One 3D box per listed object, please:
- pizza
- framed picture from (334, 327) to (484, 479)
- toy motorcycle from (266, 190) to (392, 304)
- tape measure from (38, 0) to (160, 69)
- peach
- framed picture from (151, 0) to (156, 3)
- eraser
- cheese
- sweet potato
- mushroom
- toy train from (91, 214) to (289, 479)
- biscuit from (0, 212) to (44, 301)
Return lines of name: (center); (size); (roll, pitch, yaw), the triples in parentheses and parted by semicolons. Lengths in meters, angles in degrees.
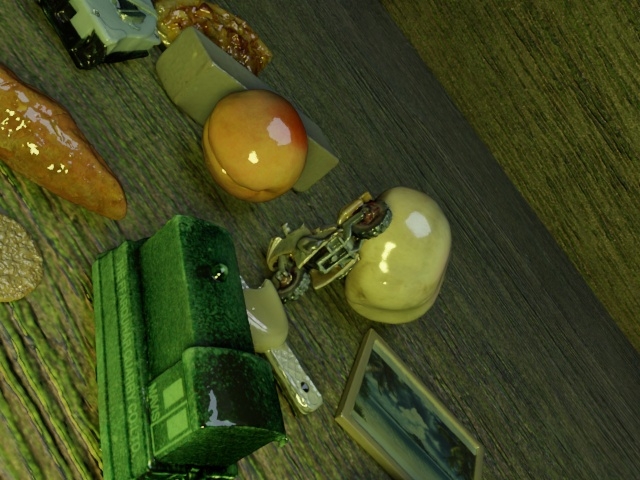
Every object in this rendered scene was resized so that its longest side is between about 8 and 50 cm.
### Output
pizza: (-0.187, -0.365, 1.325); (0.336, 0.086, 0.226); (7, 56, -58)
framed picture: (0.158, 0.317, 1.128); (0.315, 0.024, 0.232); (46, 30, -10)
toy motorcycle: (0.000, 0.000, 1.078); (0.094, 0.229, 0.130); (52, 0, -35)
tape measure: (-0.344, -0.366, 1.079); (0.181, 0.107, 0.182); (56, 30, -7)
peach: (-0.105, -0.148, 1.109); (0.184, 0.184, 0.184); (37, 32, -28)
framed picture: (-0.291, -0.468, 1.373); (0.200, 0.010, 0.136); (56, 29, 6)
eraser: (-0.128, -0.224, 1.230); (0.353, 0.111, 0.077); (35, 31, -30)
cheese: (-0.073, 0.137, 0.962); (0.235, 0.050, 0.127); (56, 27, 10)
sweet potato: (-0.330, -0.116, 0.830); (0.252, 0.097, 0.097); (43, 29, -25)
mushroom: (0.107, 0.020, 1.211); (0.235, 0.260, 0.254); (19, 29, 17)
toy train: (-0.146, 0.118, 0.743); (0.139, 0.178, 0.330); (22, 42, -43)
biscuit: (-0.349, 0.013, 0.729); (0.120, 0.015, 0.120); (35, 33, -28)
